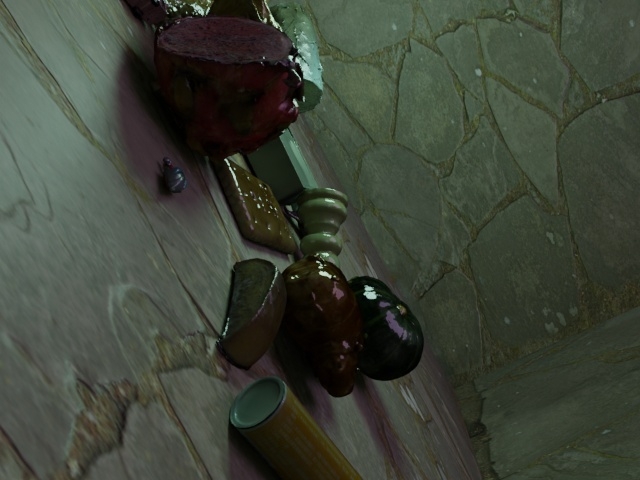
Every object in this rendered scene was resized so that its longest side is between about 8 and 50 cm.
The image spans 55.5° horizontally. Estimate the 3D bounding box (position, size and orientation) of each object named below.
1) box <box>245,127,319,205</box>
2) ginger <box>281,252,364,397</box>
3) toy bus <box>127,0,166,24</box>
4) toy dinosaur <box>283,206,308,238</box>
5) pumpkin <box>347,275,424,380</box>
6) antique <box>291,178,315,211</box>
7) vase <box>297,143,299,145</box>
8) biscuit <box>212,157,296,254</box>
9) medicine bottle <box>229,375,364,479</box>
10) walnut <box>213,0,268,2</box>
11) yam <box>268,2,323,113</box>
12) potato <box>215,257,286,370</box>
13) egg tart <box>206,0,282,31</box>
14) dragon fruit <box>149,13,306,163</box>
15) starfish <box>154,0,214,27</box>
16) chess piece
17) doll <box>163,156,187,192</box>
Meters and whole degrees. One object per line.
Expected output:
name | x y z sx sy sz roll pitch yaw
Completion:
box | -0.121 -0.220 1.741 0.225 0.117 0.225 64 11 3
ginger | 0.012 0.165 1.246 0.274 0.152 0.357 64 -1 -7
toy bus | -0.412 -0.564 1.308 0.203 0.063 0.090 48 23 -48
toy dinosaur | -0.015 -0.012 1.860 0.162 0.077 0.294 68 8 30
pumpkin | 0.149 0.243 1.674 0.300 0.207 0.300 45 21 -22
antique | -0.051 -0.143 1.980 0.086 0.088 0.183 49 16 -49
vase | -0.162 -0.422 2.131 0.115 0.115 0.237 -72 138 -76
biscuit | -0.148 -0.080 1.461 0.217 0.044 0.325 64 10 15
medicine bottle | 0.019 0.379 0.928 0.426 0.108 0.108 57 12 -27
walnut | -0.315 -0.853 1.943 0.333 0.333 0.333 59 11 -18
yam | -0.112 -0.584 1.974 0.241 0.241 0.348 47 34 -57
potato | -0.093 0.122 1.041 0.120 0.100 0.261 58 11 -24
egg tart | -0.187 -0.465 1.470 0.352 0.150 0.352 58 -18 31
dragon fruit | -0.190 -0.282 1.237 0.314 0.296 0.263 -120 -151 -47
starfish | -0.284 -0.522 1.611 0.432 0.082 0.324 48 33 -46
chess piece | 0.000 0.000 1.652 0.144 0.144 0.251 46 42 -58
doll | -0.246 -0.104 1.032 0.114 0.039 0.057 -121 -148 -62
